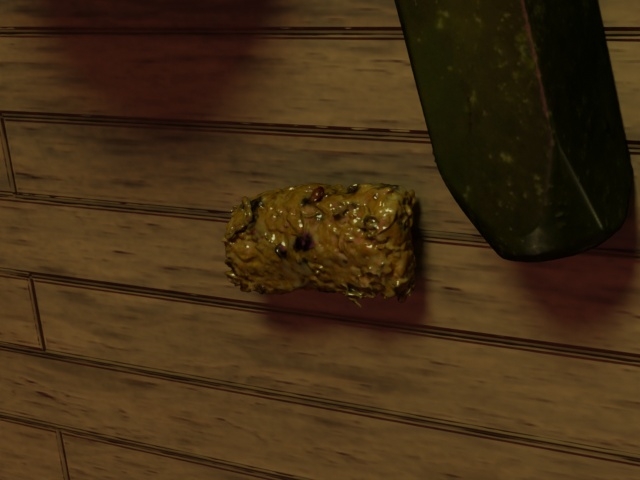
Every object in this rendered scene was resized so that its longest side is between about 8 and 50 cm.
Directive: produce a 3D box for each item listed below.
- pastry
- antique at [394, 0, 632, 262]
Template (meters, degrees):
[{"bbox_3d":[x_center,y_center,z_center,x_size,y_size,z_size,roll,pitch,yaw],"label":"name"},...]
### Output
[{"bbox_3d":[0.000,0.000,1.084,0.140,0.056,0.080,4,117,33],"label":"pastry"},{"bbox_3d":[0.103,-0.097,0.935,0.081,0.080,0.221,-6,103,41],"label":"antique"}]
